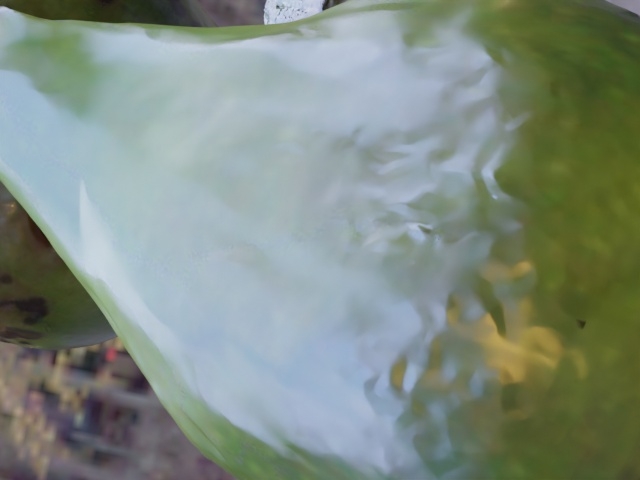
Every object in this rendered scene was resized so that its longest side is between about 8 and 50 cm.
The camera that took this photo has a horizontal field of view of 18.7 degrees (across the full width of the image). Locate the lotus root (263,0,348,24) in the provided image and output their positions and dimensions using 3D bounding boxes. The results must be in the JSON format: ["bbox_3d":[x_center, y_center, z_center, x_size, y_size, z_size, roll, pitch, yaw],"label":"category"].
[{"bbox_3d":[0.000,-0.120,1.242,0.144,0.070,0.143,98,169,-80],"label":"lotus root"}]

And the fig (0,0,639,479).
[{"bbox_3d":[0.000,0.000,0.629,0.206,0.275,0.206,19,-90,-86],"label":"fig"}]

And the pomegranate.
[{"bbox_3d":[-0.130,-0.056,0.890,0.248,0.202,0.202,-132,52,-63],"label":"pomegranate"}]
